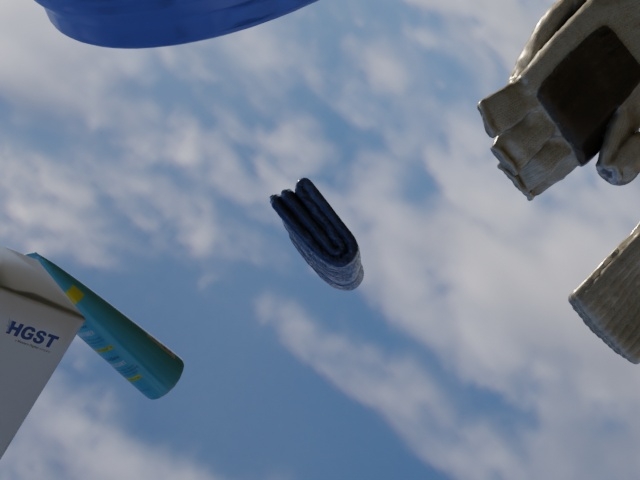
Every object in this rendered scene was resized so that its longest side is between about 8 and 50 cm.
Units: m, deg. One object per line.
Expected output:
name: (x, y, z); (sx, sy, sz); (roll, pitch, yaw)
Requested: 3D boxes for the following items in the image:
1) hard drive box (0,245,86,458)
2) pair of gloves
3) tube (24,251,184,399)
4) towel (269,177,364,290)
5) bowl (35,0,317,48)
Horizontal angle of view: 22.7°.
hard drive box: (-0.289, 0.098, 0.994); (0.181, 0.232, 0.089); (24, -169, -41)
pair of gloves: (0.212, -0.057, 0.955); (0.240, 0.204, 0.042); (54, 173, -31)
tube: (-0.220, 0.075, 1.545); (0.207, 0.080, 0.052); (44, -124, -27)
towel: (0.000, 0.000, 1.021); (0.067, 0.029, 0.119); (51, 175, 10)
bowl: (-0.076, -0.291, 1.379); (0.391, 0.391, 0.077); (-92, -16, -56)
